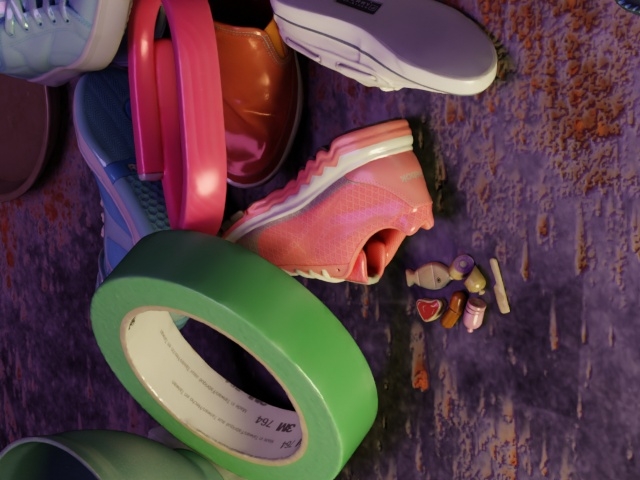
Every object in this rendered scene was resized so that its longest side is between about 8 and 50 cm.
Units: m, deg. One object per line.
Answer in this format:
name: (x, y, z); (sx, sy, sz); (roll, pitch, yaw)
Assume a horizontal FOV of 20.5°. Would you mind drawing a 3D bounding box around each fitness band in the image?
fitness band: (-0.153, -0.141, 1.871); (0.209, 0.054, 0.290); (-172, 76, -72)

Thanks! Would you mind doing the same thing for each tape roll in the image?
tape roll: (-0.094, 0.131, 1.881); (0.321, 0.077, 0.321); (25, 145, 19)

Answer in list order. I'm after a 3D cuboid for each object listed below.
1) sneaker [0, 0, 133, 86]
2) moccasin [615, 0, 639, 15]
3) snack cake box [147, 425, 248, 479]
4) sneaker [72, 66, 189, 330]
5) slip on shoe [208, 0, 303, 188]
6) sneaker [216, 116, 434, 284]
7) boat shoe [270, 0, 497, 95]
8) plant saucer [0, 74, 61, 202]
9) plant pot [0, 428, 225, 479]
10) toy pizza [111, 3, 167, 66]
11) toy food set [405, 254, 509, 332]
sneaker: (-0.317, -0.254, 1.980); (0.366, 0.150, 0.135); (-28, 59, 60)
moccasin: (0.357, -0.232, 1.397); (0.342, 0.117, 0.137); (-2, 98, 47)
snack cake box: (-0.137, 0.356, 2.088); (0.152, 0.089, 0.264); (28, 120, 37)
sneaker: (-0.226, -0.030, 2.063); (0.319, 0.127, 0.208); (65, 147, 27)
slip on shoe: (-0.081, -0.213, 1.856); (0.123, 0.101, 0.331); (10, 109, 16)
sneaker: (0.000, 0.000, 1.835); (0.314, 0.116, 0.136); (-38, 74, 44)
boat shoe: (0.064, -0.193, 1.744); (0.258, 0.095, 0.084); (30, 148, 29)
plant saucer: (-0.418, -0.188, 2.281); (0.278, 0.041, 0.277); (13, 109, 44)
plant pot: (-0.210, 0.335, 1.949); (0.293, 0.196, 0.293); (13, 108, 43)
toy pizza: (-0.230, -0.303, 2.059); (0.201, 0.032, 0.201); (18, 114, 45)
toy food set: (0.133, 0.056, 1.778); (0.122, 0.019, 0.078); (-16, 88, 47)
